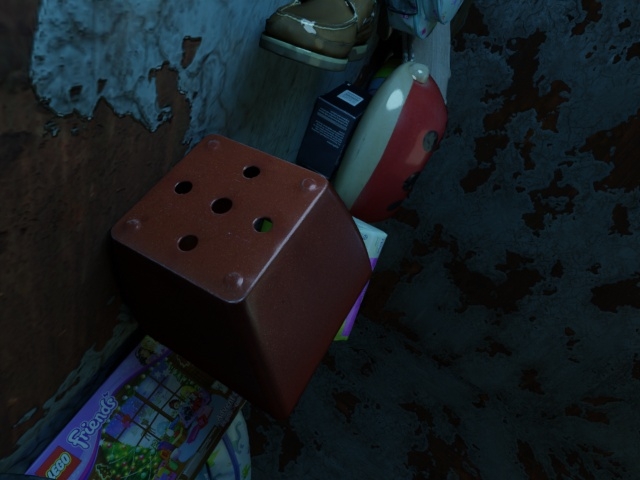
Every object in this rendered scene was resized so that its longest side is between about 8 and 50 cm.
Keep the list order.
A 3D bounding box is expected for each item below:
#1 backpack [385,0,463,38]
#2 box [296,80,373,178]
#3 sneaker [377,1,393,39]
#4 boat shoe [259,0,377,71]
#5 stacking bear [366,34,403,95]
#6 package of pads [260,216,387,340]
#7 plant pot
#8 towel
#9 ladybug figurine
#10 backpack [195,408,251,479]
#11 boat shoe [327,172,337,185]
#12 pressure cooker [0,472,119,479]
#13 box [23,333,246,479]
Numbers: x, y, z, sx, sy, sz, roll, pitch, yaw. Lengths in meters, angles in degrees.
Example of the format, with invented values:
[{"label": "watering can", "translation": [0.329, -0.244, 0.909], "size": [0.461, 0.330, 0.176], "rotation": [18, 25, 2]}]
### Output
[{"label": "backpack", "translation": [0.199, -0.484, 0.755], "size": [0.166, 0.144, 0.188], "rotation": [-59, 165, -7]}, {"label": "box", "translation": [0.039, -0.250, 0.908], "size": [0.156, 0.093, 0.158], "rotation": [-51, 170, -48]}, {"label": "sneaker", "translation": [0.163, -0.508, 0.895], "size": [0.067, 0.042, 0.118], "rotation": [-54, 180, -9]}, {"label": "boat shoe", "translation": [0.008, -0.295, 0.524], "size": [0.307, 0.110, 0.104], "rotation": [-66, 178, -58]}, {"label": "stacking bear", "translation": [0.219, -0.445, 1.124], "size": [0.289, 0.164, 0.175], "rotation": [-63, 173, -2]}, {"label": "package of pads", "translation": [-0.024, 0.039, 0.811], "size": [0.101, 0.296, 0.229], "rotation": [10, 105, -37]}, {"label": "plant pot", "translation": [-0.101, 0.026, 0.532], "size": [0.267, 0.267, 0.236], "rotation": [-56, 158, -26]}, {"label": "towel", "translation": [0.269, -0.473, 1.027], "size": [0.187, 0.049, 0.282], "rotation": [-17, 109, -45]}, {"label": "ladybug figurine", "translation": [0.156, -0.190, 0.927], "size": [0.305, 0.162, 0.449], "rotation": [-56, 173, -32]}, {"label": "backpack", "translation": [-0.271, 0.409, 0.812], "size": [0.273, 0.290, 0.355], "rotation": [-19, 134, -53]}, {"label": "boat shoe", "translation": [-0.016, -0.060, 1.224], "size": [0.340, 0.127, 0.158], "rotation": [-48, -171, -3]}, {"label": "pressure cooker", "translation": [-0.290, 0.392, 0.261], "size": [0.420, 0.375, 0.370], "rotation": [-63, -151, 24]}, {"label": "box", "translation": [-0.252, 0.273, 0.633], "size": [0.057, 0.201, 0.293], "rotation": [-27, -157, 56]}]
